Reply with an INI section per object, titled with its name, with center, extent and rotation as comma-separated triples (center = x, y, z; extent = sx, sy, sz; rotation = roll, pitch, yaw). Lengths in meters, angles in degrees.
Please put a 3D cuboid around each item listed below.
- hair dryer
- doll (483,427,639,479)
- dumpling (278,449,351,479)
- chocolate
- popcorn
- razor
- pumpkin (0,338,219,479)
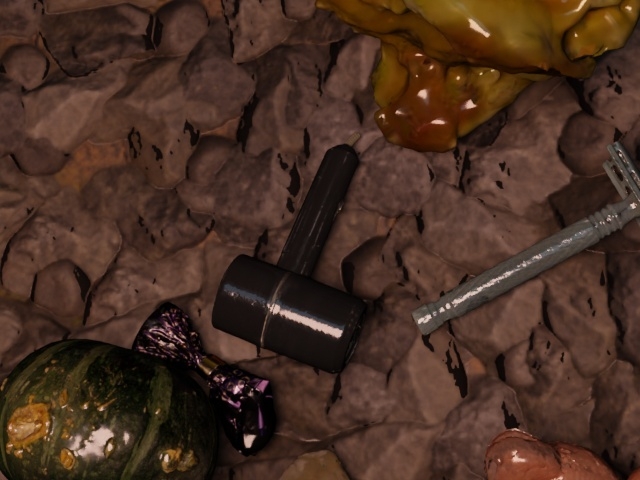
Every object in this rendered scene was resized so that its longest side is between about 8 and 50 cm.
[hair dryer]
center = 0.000, 0.000, 0.937
extent = 0.124, 0.071, 0.219
rotation = 19, 72, 8
[doll]
center = 0.251, 0.218, 0.831
extent = 0.303, 0.156, 0.201
rotation = 0, 117, -13
[dumpling]
center = -0.032, 0.345, 0.847
extent = 0.166, 0.086, 0.332
rotation = -3, 75, -28
[chocolate]
center = -0.094, 0.119, 0.921
extent = 0.147, 0.072, 0.070
rotation = 39, 43, 5
[popcorn]
center = 0.108, -0.266, 0.883
extent = 0.290, 0.325, 0.321
rotation = -42, 120, -7
[razor]
center = 0.185, 0.016, 0.916
extent = 0.232, 0.068, 0.106
rotation = -28, 75, 6
[pumpkin]
center = -0.173, 0.158, 0.849
extent = 0.190, 0.190, 0.146
rotation = 4, 58, 7
